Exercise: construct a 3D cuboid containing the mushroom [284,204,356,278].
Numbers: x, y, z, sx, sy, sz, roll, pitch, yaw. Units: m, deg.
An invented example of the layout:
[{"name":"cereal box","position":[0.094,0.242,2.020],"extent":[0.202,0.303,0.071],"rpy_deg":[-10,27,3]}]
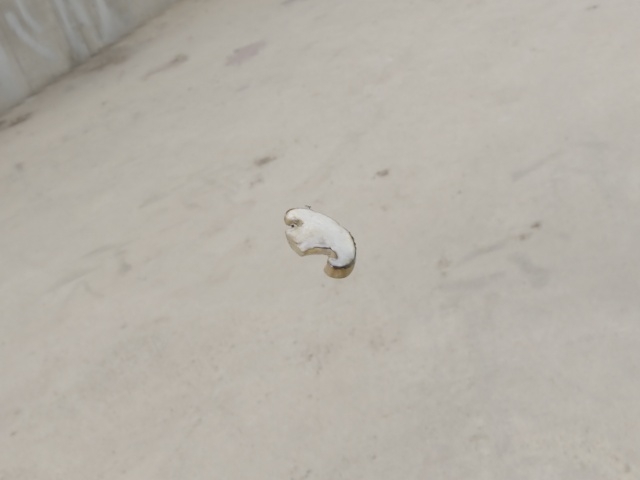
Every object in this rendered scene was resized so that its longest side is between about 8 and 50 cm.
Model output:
[{"name":"mushroom","position":[0.000,0.000,0.817],"extent":[0.049,0.019,0.101],"rpy_deg":[-12,36,-22]}]
